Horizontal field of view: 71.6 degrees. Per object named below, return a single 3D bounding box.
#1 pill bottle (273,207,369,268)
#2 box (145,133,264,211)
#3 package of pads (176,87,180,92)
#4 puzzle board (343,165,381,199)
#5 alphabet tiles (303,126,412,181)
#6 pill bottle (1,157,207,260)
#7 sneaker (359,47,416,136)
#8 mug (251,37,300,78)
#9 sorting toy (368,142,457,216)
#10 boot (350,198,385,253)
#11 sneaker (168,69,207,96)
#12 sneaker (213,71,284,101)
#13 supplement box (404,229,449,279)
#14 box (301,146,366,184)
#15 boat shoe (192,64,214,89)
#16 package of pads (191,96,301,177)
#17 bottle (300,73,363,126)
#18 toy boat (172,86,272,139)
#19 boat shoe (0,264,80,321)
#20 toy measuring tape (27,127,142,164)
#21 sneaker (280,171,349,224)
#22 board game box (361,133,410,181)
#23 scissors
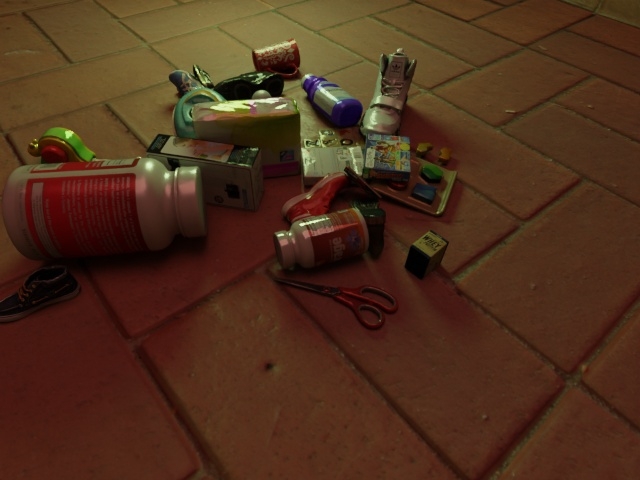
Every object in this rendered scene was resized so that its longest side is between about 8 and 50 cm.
[{"bbox_3d":[0.000,0.000,1.092,0.216,0.121,0.121,-15,50,-14],"label":"pill bottle"},{"bbox_3d":[-0.309,-0.184,1.218,0.290,0.169,0.087,10,50,5],"label":"box"},{"bbox_3d":[-0.490,-0.554,1.638,0.050,0.031,0.083,-33,56,-25],"label":"package of pads"},{"bbox_3d":[0.114,-0.158,1.238,0.128,0.096,0.011,43,90,-2],"label":"puzzle board"},{"bbox_3d":[0.122,-0.283,1.433,0.343,0.011,0.285,-4,47,-6],"label":"alphabet tiles"},{"bbox_3d":[-0.492,-0.080,1.071,0.409,0.228,0.228,-5,48,-7],"label":"pill bottle"},{"bbox_3d":[0.226,-0.493,1.481,0.138,0.210,0.365,14,44,10],"label":"sneaker"},{"bbox_3d":[-0.171,-0.715,1.751,0.170,0.113,0.150,-18,49,-14],"label":"mug"},{"bbox_3d":[0.296,-0.216,1.344,0.229,0.041,0.307,21,51,11],"label":"sorting toy"},{"bbox_3d":[0.125,-0.046,1.182,0.082,0.106,0.219,-4,20,-1],"label":"boot"},{"bbox_3d":[-0.454,-0.520,1.555,0.211,0.080,0.081,36,62,6],"label":"sneaker"},{"bbox_3d":[-0.273,-0.553,1.609,0.287,0.108,0.130,-24,44,-38],"label":"sneaker"},{"bbox_3d":[0.261,0.035,1.096,0.083,0.083,0.056,-34,58,-30],"label":"supplement box"},{"bbox_3d":[0.038,-0.228,1.344,0.187,0.038,0.145,-2,47,-5],"label":"box"},{"bbox_3d":[-0.446,-0.617,1.688,0.049,0.056,0.152,-16,60,-23],"label":"boat shoe"},{"bbox_3d":[-0.205,-0.290,1.276,0.297,0.229,0.101,-8,48,-9],"label":"package of pads"},{"bbox_3d":[0.029,-0.505,1.572,0.118,0.092,0.282,-15,47,-30],"label":"bottle"},{"bbox_3d":[-0.314,-0.411,1.427,0.319,0.148,0.267,-5,55,-10],"label":"toy boat"},{"bbox_3d":[-0.644,0.112,0.986,0.184,0.083,0.065,-22,52,-21],"label":"boat shoe"},{"bbox_3d":[-0.707,-0.272,1.316,0.331,0.121,0.121,4,48,1],"label":"toy measuring tape"},{"bbox_3d":[0.014,-0.091,1.217,0.221,0.087,0.128,-34,65,-15],"label":"sneaker"},{"bbox_3d":[0.197,-0.251,1.321,0.136,0.035,0.201,7,42,5],"label":"board game box"},{"bbox_3d":[0.036,0.118,1.058,0.297,0.021,0.109,23,53,19],"label":"scissors"}]
